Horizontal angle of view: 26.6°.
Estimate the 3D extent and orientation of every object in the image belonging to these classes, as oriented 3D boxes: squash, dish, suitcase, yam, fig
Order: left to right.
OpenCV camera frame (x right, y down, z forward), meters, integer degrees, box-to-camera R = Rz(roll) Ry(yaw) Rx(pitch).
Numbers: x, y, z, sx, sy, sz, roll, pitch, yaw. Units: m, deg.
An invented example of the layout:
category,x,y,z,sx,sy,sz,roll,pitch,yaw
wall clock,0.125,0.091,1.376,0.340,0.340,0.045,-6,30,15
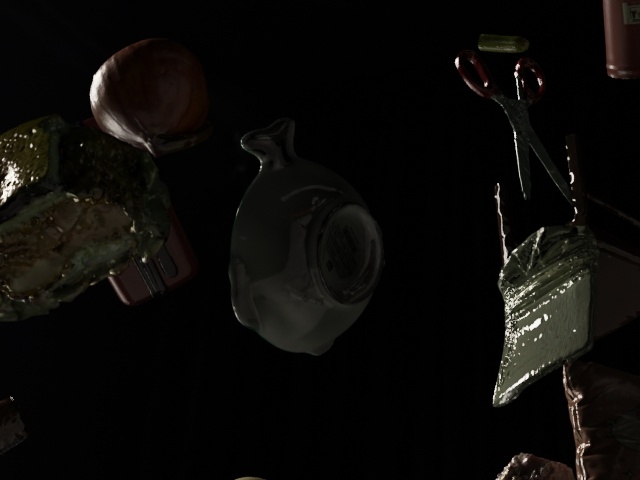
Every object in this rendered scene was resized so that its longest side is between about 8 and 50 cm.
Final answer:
category,x,y,z,sx,sy,sz,roll,pitch,yaw
yam,-0.534,0.312,2.141,0.141,0.079,0.079,-29,-10,-23
suitcase,-0.342,-0.055,2.334,0.161,0.236,0.297,-26,-55,-7
fig,-0.260,-0.216,2.142,0.205,0.205,0.205,3,-21,1
dish,0.000,0.000,1.354,0.078,0.246,0.224,-2,18,41
squash,0.290,-0.309,2.126,0.083,0.027,0.027,11,-15,34

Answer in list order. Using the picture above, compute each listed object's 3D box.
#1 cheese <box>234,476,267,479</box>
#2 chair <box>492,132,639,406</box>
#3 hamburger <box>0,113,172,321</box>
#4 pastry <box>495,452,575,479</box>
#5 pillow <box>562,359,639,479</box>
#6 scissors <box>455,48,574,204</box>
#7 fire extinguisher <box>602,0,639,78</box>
category,x,y,z,sx,sy,sz,roll,pitch,yaw
cheese,-0.053,0.523,2.456,0.249,0.071,0.163,17,-54,13
chair,0.298,0.057,1.535,0.186,0.319,0.160,28,-46,-28
hamburger,-0.303,-0.035,1.497,0.288,0.192,0.167,-27,-55,18
pastry,0.224,0.356,1.520,0.103,0.112,0.265,5,-45,4
pillow,0.364,0.240,1.449,0.223,0.236,0.084,15,-43,-14
scissors,0.271,-0.153,1.813,0.144,0.247,0.017,3,-34,-29
fire extinguisher,0.419,-0.375,1.713,0.107,0.336,0.147,-18,21,-28
